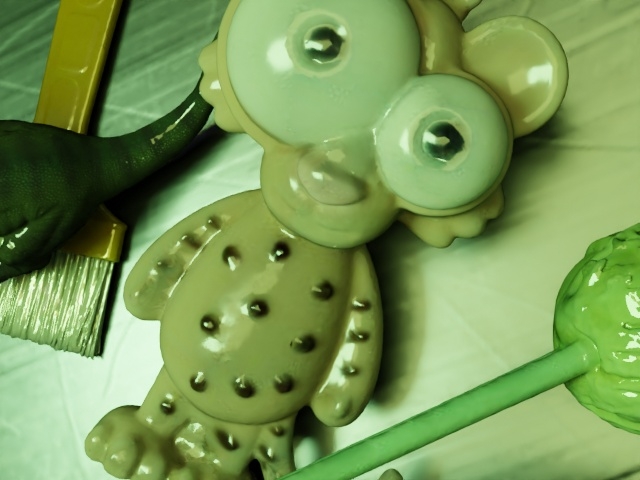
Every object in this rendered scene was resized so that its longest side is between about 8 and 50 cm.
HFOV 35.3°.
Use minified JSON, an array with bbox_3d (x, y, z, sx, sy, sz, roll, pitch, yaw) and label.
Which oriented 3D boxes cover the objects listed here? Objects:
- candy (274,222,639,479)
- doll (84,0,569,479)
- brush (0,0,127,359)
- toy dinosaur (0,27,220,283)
[{"bbox_3d":[0.033,0.074,0.383,0.335,0.092,0.093,-21,42,-12],"label":"candy"},{"bbox_3d":[-0.002,0.000,0.448,0.154,0.119,0.278,21,97,3],"label":"doll"},{"bbox_3d":[-0.135,-0.080,0.544,0.103,0.013,0.272,12,87,16],"label":"brush"},{"bbox_3d":[-0.139,-0.038,0.454,0.179,0.187,0.087,-23,78,39],"label":"toy dinosaur"}]
